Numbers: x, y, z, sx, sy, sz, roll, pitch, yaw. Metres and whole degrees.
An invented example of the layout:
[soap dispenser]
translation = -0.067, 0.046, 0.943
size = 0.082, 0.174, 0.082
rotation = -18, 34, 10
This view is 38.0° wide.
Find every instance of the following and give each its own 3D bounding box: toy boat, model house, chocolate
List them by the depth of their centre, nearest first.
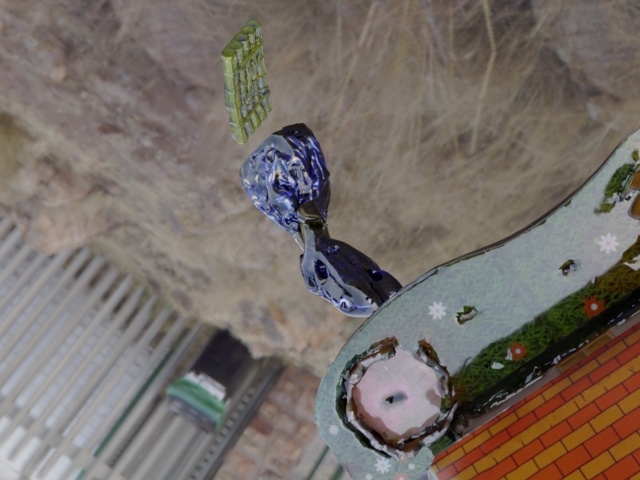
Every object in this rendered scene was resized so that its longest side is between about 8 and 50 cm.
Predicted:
[model house]
translation = 0.149, 0.083, 0.448
size = 0.207, 0.294, 0.154
rotation = 54, -173, -2
[toy boat]
translation = -0.072, -0.154, 0.910
size = 0.016, 0.063, 0.115
rotation = 22, 147, 19
[chocolate]
translation = 0.004, 0.002, 1.239
size = 0.343, 0.126, 0.148
rotation = 60, -176, 25
